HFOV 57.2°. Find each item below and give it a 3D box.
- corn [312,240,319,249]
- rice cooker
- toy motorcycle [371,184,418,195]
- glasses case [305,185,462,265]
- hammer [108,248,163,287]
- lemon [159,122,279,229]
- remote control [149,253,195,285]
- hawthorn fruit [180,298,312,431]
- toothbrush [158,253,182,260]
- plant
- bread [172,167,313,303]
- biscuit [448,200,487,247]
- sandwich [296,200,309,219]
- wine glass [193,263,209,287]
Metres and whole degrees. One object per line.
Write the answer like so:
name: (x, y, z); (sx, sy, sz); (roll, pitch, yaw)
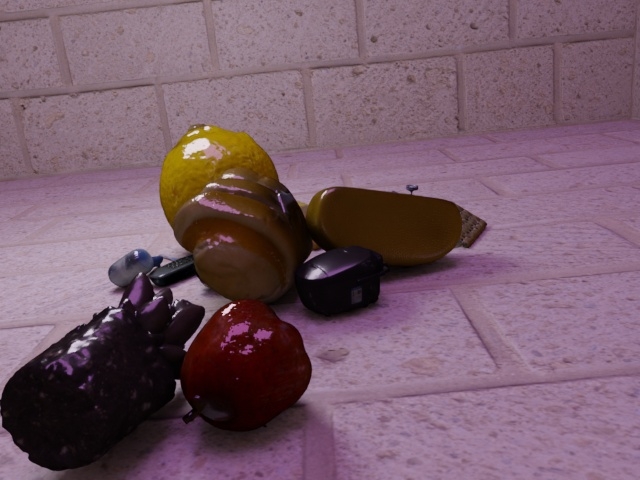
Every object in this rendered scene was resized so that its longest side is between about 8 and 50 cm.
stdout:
corn: (0.000, 0.000, 1.658); (0.037, 0.037, 0.092); (5, 23, 33)
rice cooker: (0.045, 0.082, 1.231); (0.202, 0.119, 0.142); (-14, 18, -23)
toy motorcycle: (0.255, -0.095, 1.759); (0.307, 0.108, 0.173); (15, 25, 38)
glasses case: (0.147, -0.025, 1.397); (0.371, 0.173, 0.141); (5, -5, -18)
hammer: (-0.462, 0.064, 1.535); (0.116, 0.070, 0.194); (-32, -3, 14)
lemon: (-0.291, -0.149, 1.682); (0.349, 0.388, 0.350); (-23, 9, 4)
remote control: (-0.351, 0.068, 1.539); (0.072, 0.042, 0.222); (6, 19, 34)
hawthorn fruit: (-0.118, 0.194, 0.854); (0.185, 0.185, 0.202); (11, 42, 44)
toothbrush: (-0.413, 0.050, 1.661); (0.162, 0.017, 0.014); (11, 21, 43)
plant: (-0.304, 0.178, 0.871); (0.181, 0.194, 0.321); (-25, 7, 17)
bread: (-0.155, -0.019, 1.297); (0.210, 0.300, 0.341); (-44, 3, 20)
biscuit: (0.379, -0.051, 1.622); (0.144, 0.016, 0.203); (35, 33, 16)
sandwich: (-0.121, -0.098, 1.990); (0.193, 0.058, 0.162); (9, 20, 44)
wine glass: (-0.242, 0.041, 1.472); (0.111, 0.111, 0.204); (-3, 13, 10)
